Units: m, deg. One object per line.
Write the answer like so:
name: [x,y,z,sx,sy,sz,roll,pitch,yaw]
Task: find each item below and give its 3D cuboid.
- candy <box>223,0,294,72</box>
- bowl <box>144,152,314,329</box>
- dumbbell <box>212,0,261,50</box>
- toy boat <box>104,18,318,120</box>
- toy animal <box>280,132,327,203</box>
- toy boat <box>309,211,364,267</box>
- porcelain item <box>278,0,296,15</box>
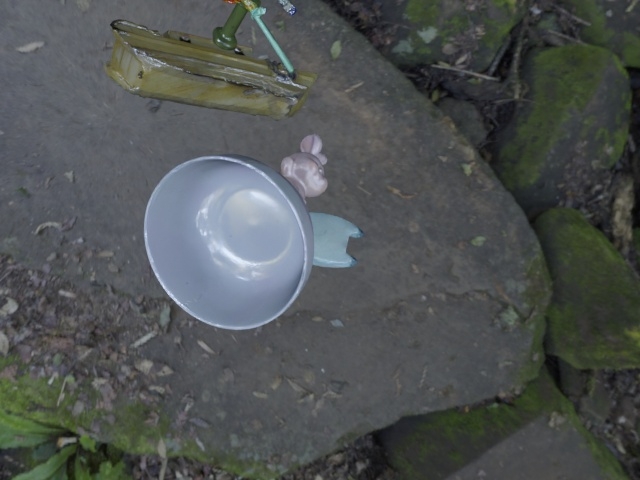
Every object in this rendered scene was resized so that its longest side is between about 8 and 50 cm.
candy: [-0.092,-0.312,0.808,0.061,0.060,0.201,-32,80,-11]
bowl: [-0.133,-0.011,0.968,0.287,0.144,0.286,6,110,18]
dumbbell: [-0.153,-0.399,1.043,0.046,0.118,0.052,4,56,-37]
toy boat: [-0.212,-0.346,1.204,0.446,0.162,0.136,5,140,-26]
toy animal: [-0.032,-0.143,1.217,0.124,0.124,0.212,47,63,-22]
toy boat: [0.000,0.000,1.450,0.208,0.079,0.134,11,77,4]
porcelain item: [-0.085,-0.535,1.281,0.021,0.136,0.075,-44,158,17]
